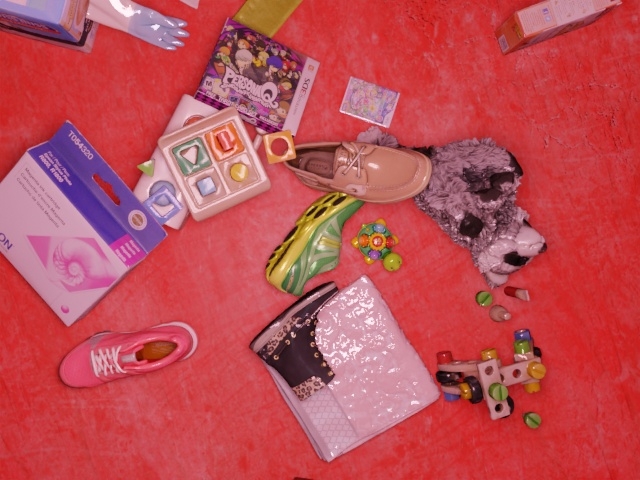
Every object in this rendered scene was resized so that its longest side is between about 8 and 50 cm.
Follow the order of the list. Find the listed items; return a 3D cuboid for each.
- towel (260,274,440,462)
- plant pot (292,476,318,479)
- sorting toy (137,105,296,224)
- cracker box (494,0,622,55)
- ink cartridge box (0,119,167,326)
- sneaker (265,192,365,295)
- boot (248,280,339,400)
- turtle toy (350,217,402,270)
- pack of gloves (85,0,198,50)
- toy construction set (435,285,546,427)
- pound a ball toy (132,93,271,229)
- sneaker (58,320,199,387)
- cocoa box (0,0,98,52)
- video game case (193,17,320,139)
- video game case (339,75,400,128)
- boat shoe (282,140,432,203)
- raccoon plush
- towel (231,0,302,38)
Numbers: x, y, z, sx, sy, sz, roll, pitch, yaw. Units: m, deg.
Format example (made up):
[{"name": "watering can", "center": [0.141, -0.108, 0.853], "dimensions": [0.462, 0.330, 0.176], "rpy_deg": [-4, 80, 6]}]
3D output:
[{"name": "towel", "center": [0.061, 0.295, 1.636], "dimensions": [0.317, 0.053, 0.331], "rpy_deg": [-32, 92, -3]}, {"name": "plant pot", "center": [-0.005, 0.663, 1.540], "dimensions": [0.236, 0.267, 0.267], "rpy_deg": [26, 88, 8]}, {"name": "sorting toy", "center": [-0.217, -0.159, 1.495], "dimensions": [0.348, 0.047, 0.195], "rpy_deg": [-26, 103, -7]}, {"name": "cracker box", "center": [0.530, -0.500, 1.611], "dimensions": [0.232, 0.156, 0.067], "rpy_deg": [-21, 91, -3]}, {"name": "ink cartridge box", "center": [-0.541, -0.029, 1.526], "dimensions": [0.330, 0.071, 0.324], "rpy_deg": [-41, 92, 27]}, {"name": "sneaker", "center": [0.000, 0.000, 1.620], "dimensions": [0.295, 0.109, 0.123], "rpy_deg": [-48, 118, -5]}, {"name": "boot", "center": [-0.016, 0.218, 1.565], "dimensions": [0.236, 0.085, 0.178], "rpy_deg": [-39, 92, 3]}, {"name": "turtle toy", "center": [0.136, 0.014, 1.632], "dimensions": [0.095, 0.066, 0.130], "rpy_deg": [-39, 92, -3]}, {"name": "pack of gloves", "center": [-0.369, -0.536, 1.560], "dimensions": [0.232, 0.046, 0.195], "rpy_deg": [15, 91, -35]}, {"name": "toy construction set", "center": [0.403, 0.253, 1.562], "dimensions": [0.258, 0.237, 0.308], "rpy_deg": [11, 89, -3]}, {"name": "pound a ball toy", "center": [-0.258, -0.174, 1.577], "dimensions": [0.208, 0.136, 0.319], "rpy_deg": [28, 89, -3]}, {"name": "sneaker", "center": [-0.429, 0.246, 1.565], "dimensions": [0.314, 0.136, 0.115], "rpy_deg": [-16, 90, -3]}, {"name": "cocoa box", "center": [-0.582, -0.614, 1.512], "dimensions": [0.232, 0.228, 0.346], "rpy_deg": [15, 89, -3]}, {"name": "video game case", "center": [-0.135, -0.352, 1.573], "dimensions": [0.232, 0.042, 0.210], "rpy_deg": [24, 65, -14]}, {"name": "video game case", "center": [0.114, -0.320, 1.659], "dimensions": [0.122, 0.011, 0.087], "rpy_deg": [18, 89, -3]}, {"name": "boat shoe", "center": [0.068, -0.151, 1.516], "dimensions": [0.341, 0.110, 0.121], "rpy_deg": [4, 78, 36]}, {"name": "raccoon plush", "center": [0.308, -0.093, 1.621], "dimensions": [0.216, 0.299, 0.446], "rpy_deg": [-40, 53, -8]}, {"name": "towel", "center": [-0.097, -0.562, 1.644], "dimensions": [0.102, 0.021, 0.237], "rpy_deg": [39, 88, -2]}]
